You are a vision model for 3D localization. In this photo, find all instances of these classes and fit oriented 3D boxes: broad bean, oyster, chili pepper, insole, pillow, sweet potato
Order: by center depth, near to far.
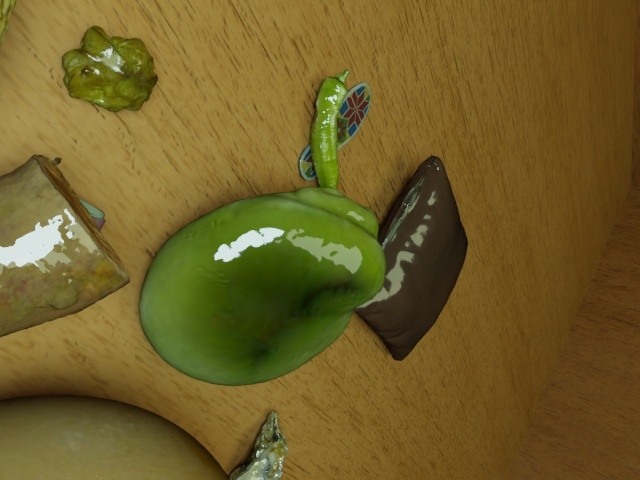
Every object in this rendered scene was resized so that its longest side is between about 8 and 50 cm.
[{"bbox_3d":[-0.310,0.044,0.358,0.337,0.131,0.131,-25,123,-27],"label":"sweet potato"},{"bbox_3d":[-0.058,0.056,0.627,0.291,0.119,0.238,-23,126,-9],"label":"broad bean"},{"bbox_3d":[0.008,-0.133,0.763,0.049,0.043,0.208,-47,145,-66],"label":"chili pepper"},{"bbox_3d":[0.025,-0.163,0.807,0.193,0.006,0.065,-54,138,-25],"label":"insole"},{"bbox_3d":[-0.098,0.343,0.808,0.122,0.045,0.146,-26,130,-48],"label":"oyster"},{"bbox_3d":[0.175,0.052,0.996,0.308,0.108,0.305,-58,145,-15],"label":"pillow"}]

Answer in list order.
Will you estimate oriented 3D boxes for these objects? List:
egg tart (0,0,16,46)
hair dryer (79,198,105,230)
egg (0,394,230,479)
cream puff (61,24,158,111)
[{"bbox_3d":[-0.316,-0.185,0.279,0.294,0.123,0.294,-27,125,-46],"label":"egg tart"},{"bbox_3d":[-0.275,-0.015,0.463,0.154,0.054,0.106,37,79,-40],"label":"hair dryer"},{"bbox_3d":[-0.221,0.272,0.419,0.374,0.301,0.301,38,73,-44],"label":"egg"},{"bbox_3d":[-0.188,-0.154,0.499,0.083,0.058,0.083,-54,140,-21],"label":"cream puff"}]
